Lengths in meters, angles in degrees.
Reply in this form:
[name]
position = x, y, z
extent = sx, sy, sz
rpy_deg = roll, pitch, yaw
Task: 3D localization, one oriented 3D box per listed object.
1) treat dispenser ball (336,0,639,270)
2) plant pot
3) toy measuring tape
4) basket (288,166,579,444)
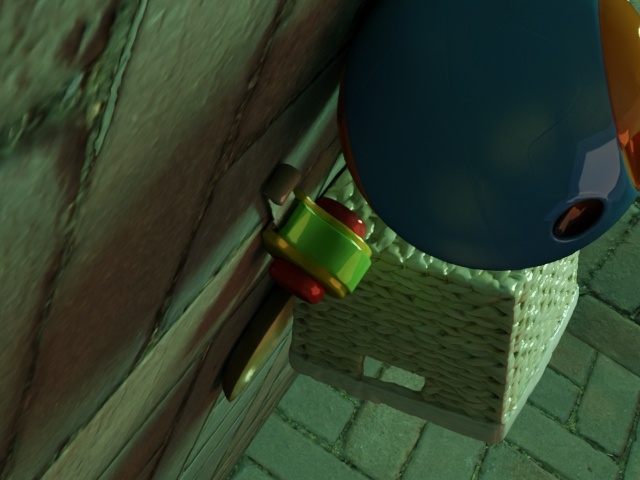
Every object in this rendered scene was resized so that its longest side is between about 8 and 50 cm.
[treat dispenser ball]
position = 0.158, -0.116, 0.948
extent = 0.288, 0.288, 0.288
rpy_deg = -57, 174, -9
[plant pot]
position = -0.081, 0.132, 1.568
extent = 0.236, 0.032, 0.236
rpy_deg = -57, 175, -8
[toy measuring tape]
position = 0.000, 0.000, 1.124
extent = 0.121, 0.121, 0.330
rpy_deg = -56, 174, -10
[basket]
position = 0.162, 0.040, 1.446
extent = 0.331, 0.328, 0.266
rpy_deg = -51, 149, -41
